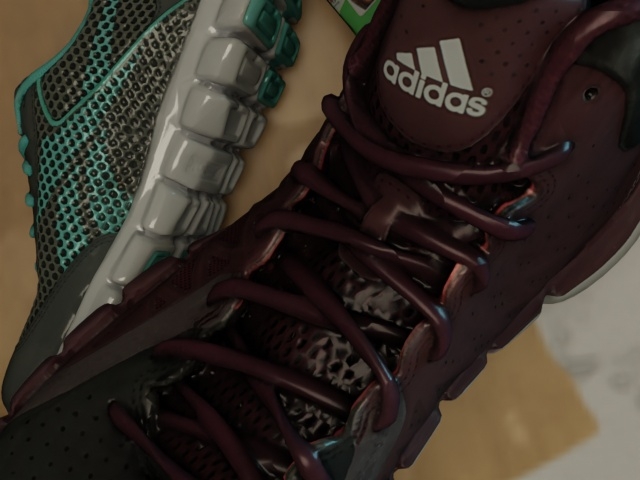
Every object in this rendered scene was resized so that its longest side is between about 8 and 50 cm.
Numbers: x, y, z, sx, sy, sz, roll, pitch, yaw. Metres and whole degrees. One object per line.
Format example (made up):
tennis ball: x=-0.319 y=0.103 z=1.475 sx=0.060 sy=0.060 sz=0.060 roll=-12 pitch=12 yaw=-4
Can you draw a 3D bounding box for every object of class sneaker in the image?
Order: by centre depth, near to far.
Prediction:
sneaker: x=0.000 y=0.000 z=0.381 sx=0.106 sy=0.162 sz=0.281 roll=36 pitch=64 yaw=16
sneaker: x=-0.069 y=-0.022 z=0.490 sx=0.076 sy=0.065 sz=0.166 roll=25 pitch=90 yaw=17

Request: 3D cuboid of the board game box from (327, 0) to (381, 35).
board game box: x=0.042 y=-0.218 z=0.373 sx=0.213 sy=0.046 sz=0.317 roll=49 pitch=135 yaw=2
